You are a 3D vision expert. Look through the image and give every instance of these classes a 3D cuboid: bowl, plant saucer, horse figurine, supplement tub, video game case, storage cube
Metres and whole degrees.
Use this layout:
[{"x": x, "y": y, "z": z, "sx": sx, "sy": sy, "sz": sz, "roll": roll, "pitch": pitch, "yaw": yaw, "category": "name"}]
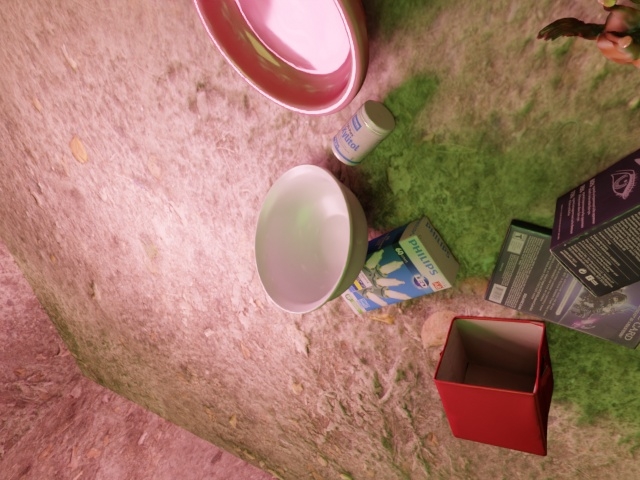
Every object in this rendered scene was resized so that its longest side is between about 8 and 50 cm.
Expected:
[{"x": 0.000, "y": 0.000, "z": 0.923, "sx": 0.297, "sy": 0.134, "sz": 0.298, "roll": -7, "pitch": 80, "yaw": 47, "category": "bowl"}, {"x": -0.058, "y": -0.349, "z": 0.689, "sx": 0.332, "sy": 0.084, "sz": 0.332, "roll": 31, "pitch": 158, "yaw": 14, "category": "plant saucer"}, {"x": 0.401, "y": -0.224, "z": 0.523, "sx": 0.263, "sy": 0.174, "sz": 0.066, "roll": 30, "pitch": 118, "yaw": 21, "category": "horse figurine"}, {"x": 0.075, "y": -0.191, "z": 0.804, "sx": 0.071, "sy": 0.071, "sz": 0.107, "roll": 43, "pitch": 136, "yaw": -5, "category": "supplement tub"}, {"x": 0.460, "y": 0.081, "z": 0.811, "sx": 0.273, "sy": 0.026, "sz": 0.196, "roll": 18, "pitch": 133, "yaw": 19, "category": "video game case"}, {"x": 0.367, "y": 0.294, "z": 0.931, "sx": 0.214, "sy": 0.184, "sz": 0.193, "roll": -3, "pitch": 124, "yaw": 34, "category": "storage cube"}]

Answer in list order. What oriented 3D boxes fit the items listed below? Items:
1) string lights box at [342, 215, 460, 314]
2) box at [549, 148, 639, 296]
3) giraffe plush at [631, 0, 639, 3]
[{"x": 0.147, "y": 0.061, "z": 0.958, "sx": 0.259, "sy": 0.077, "sz": 0.133, "roll": -26, "pitch": 107, "yaw": 43, "category": "string lights box"}, {"x": 0.449, "y": -0.040, "z": 0.626, "sx": 0.108, "sy": 0.153, "sz": 0.207, "roll": 43, "pitch": 137, "yaw": -5, "category": "box"}, {"x": 0.369, "y": -0.317, "z": 0.437, "sx": 0.210, "sy": 0.170, "sz": 0.182, "roll": 21, "pitch": 133, "yaw": 17, "category": "giraffe plush"}]
